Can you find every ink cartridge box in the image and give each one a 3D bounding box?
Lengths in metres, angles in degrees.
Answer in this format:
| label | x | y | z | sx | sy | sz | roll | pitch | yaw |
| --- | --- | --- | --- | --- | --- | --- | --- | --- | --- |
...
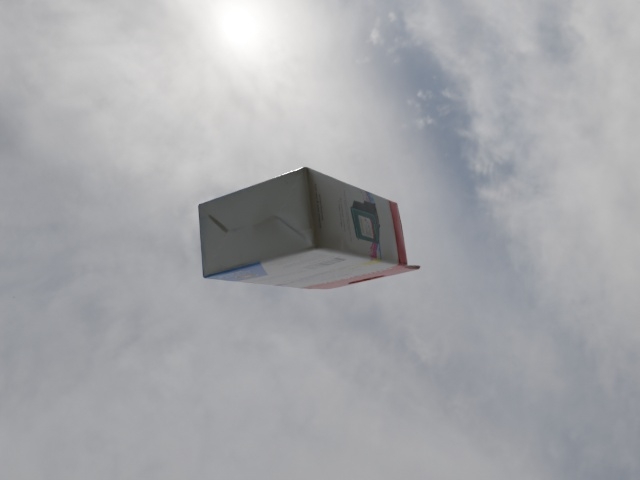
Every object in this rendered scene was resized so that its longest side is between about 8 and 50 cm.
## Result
| label | x | y | z | sx | sy | sz | roll | pitch | yaw |
| --- | --- | --- | --- | --- | --- | --- | --- | --- | --- |
| ink cartridge box | 0.000 | 0.000 | 0.620 | 0.231 | 0.134 | 0.078 | 13 | -114 | -57 |
